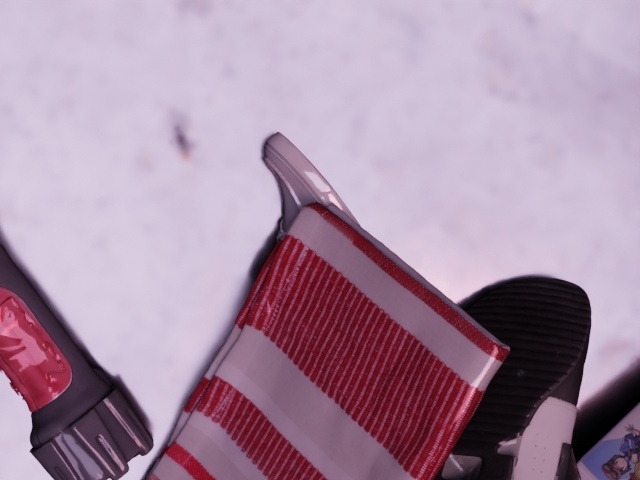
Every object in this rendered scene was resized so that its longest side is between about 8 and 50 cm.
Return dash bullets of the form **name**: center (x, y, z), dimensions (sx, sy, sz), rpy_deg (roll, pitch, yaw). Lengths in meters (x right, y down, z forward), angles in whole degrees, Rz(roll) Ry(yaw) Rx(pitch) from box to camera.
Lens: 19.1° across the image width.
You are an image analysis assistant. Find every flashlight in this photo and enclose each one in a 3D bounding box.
- **flashlight**: center (-0.257, 0.069, 1.496), dimensions (0.103, 0.103, 0.304), rpy_deg (-35, 94, -4)

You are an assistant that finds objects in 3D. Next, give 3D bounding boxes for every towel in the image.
- **towel**: center (-0.018, 0.159, 1.446), dimensions (0.037, 0.237, 0.329), rpy_deg (19, 106, -47)

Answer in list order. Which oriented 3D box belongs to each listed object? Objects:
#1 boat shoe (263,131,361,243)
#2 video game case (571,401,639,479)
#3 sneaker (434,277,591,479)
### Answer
- **boat shoe**: center (0.000, 0.000, 1.539), dimensions (0.063, 0.066, 0.184), rpy_deg (-35, 105, -3)
- **video game case**: center (0.417, 0.194, 1.494), dimensions (0.300, 0.036, 0.329), rpy_deg (-41, 66, -11)
- **sneaker**: center (0.138, 0.181, 1.504), dimensions (0.122, 0.146, 0.330), rpy_deg (7, 53, 28)
